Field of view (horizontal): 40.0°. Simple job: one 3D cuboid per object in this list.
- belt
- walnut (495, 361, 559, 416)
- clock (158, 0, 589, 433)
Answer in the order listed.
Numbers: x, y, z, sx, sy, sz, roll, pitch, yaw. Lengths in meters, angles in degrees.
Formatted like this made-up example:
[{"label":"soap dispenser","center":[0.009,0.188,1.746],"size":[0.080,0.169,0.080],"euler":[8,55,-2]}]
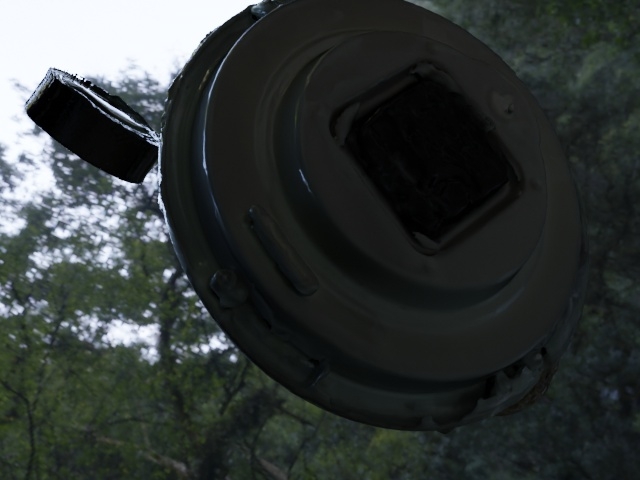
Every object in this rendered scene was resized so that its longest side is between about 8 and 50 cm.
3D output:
[{"label":"belt","center":[-0.298,-0.152,1.186],"size":[0.198,0.151,0.078],"euler":[31,-78,-37]},{"label":"walnut","center":[0.248,0.157,1.276],"size":[0.245,0.198,0.198],"euler":[-7,-67,-77]},{"label":"clock","center":[0.042,-0.030,0.419],"size":[0.236,0.236,0.053],"euler":[-43,-1,-32]}]
